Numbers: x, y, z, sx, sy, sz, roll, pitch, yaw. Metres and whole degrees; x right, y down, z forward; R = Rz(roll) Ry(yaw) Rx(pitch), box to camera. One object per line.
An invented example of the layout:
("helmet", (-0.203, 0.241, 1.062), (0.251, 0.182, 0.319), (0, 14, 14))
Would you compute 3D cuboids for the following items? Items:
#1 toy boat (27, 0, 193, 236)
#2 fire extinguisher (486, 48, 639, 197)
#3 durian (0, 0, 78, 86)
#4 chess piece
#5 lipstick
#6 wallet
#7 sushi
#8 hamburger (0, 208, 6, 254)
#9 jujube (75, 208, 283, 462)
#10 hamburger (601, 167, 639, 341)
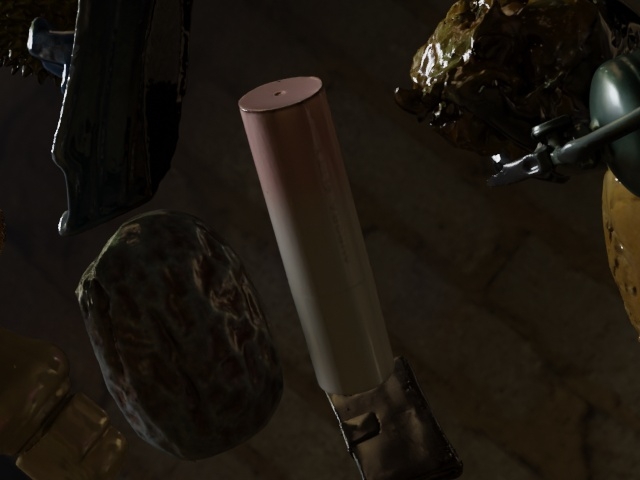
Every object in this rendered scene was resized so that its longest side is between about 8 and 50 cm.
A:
("toy boat", (-0.203, -0.154, 1.194), (0.143, 0.309, 0.129), (4, 171, 19))
("fire extinguisher", (0.240, -0.088, 0.762), (0.118, 0.294, 0.093), (8, -118, -89))
("durian", (-0.356, -0.328, 1.773), (0.293, 0.258, 0.258), (32, -172, 7))
("chess piece", (-0.307, 0.053, 0.966), (0.397, 0.117, 0.117), (40, -171, -6))
("lipstick", (0.000, 0.000, 1.314), (0.087, 0.087, 0.326), (-124, 17, -64))
("wallet", (0.088, 0.236, 1.636), (0.230, 0.124, 0.042), (-115, 7, -54))
("sushi", (0.190, -0.152, 1.194), (0.200, 0.213, 0.204), (-15, 141, 40))
("hamburger", (-0.517, -0.054, 1.610), (0.300, 0.176, 0.300), (55, -169, -16))
("jujube", (-0.175, 0.108, 1.626), (0.246, 0.215, 0.308), (-105, -8, -74))
("hamburger", (0.334, -0.008, 0.935), (0.260, 0.144, 0.283), (2, 125, 38))
